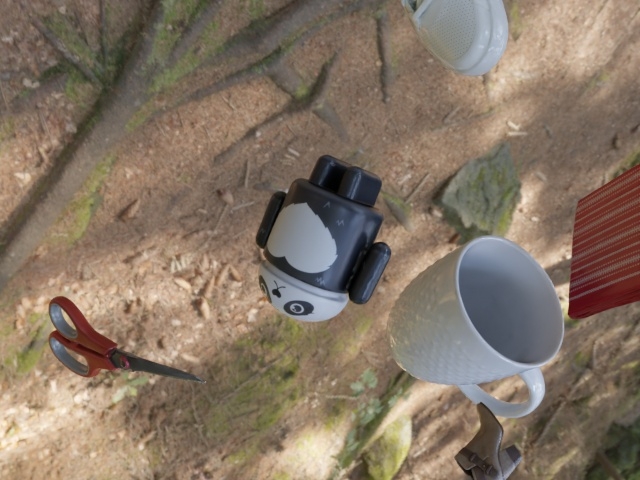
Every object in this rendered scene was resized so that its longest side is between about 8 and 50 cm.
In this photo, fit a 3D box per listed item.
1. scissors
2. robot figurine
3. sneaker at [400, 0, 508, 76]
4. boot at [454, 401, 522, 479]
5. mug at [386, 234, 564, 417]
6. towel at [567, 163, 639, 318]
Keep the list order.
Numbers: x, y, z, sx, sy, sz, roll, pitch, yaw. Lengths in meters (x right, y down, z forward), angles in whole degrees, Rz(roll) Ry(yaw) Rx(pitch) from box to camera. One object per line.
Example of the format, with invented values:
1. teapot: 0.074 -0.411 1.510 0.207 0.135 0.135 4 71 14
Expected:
1. scissors: -0.246 0.152 0.663 0.021 0.297 0.108 -26 127 -53
2. robot figurine: 0.000 0.001 0.910 0.174 0.209 0.278 20 99 -20
3. sneaker: 0.078 -0.304 0.597 0.169 0.292 0.108 -5 151 -35
4. boot: 0.244 0.314 0.821 0.087 0.118 0.042 -26 132 -6
5. mug: 0.328 0.218 1.170 0.276 0.374 0.328 -30 172 -36
6. towel: 0.537 0.001 0.986 0.031 0.274 0.199 24 152 -9
